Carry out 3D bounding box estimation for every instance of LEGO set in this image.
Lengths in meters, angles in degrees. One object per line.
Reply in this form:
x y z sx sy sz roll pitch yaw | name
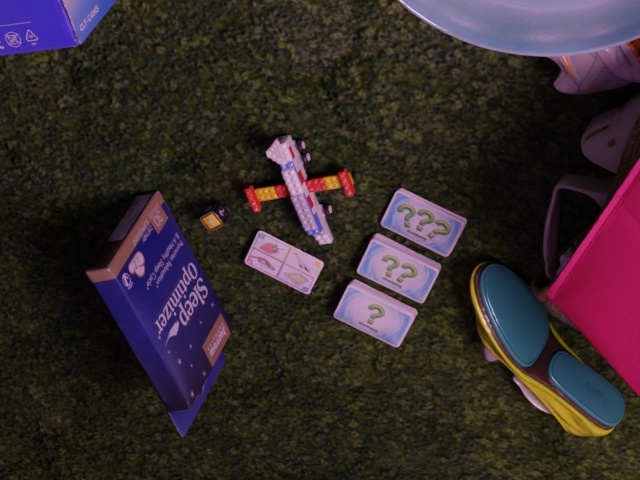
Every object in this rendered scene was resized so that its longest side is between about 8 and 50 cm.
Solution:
0.000 0.000 1.948 0.244 0.060 0.182 27 128 1 | LEGO set

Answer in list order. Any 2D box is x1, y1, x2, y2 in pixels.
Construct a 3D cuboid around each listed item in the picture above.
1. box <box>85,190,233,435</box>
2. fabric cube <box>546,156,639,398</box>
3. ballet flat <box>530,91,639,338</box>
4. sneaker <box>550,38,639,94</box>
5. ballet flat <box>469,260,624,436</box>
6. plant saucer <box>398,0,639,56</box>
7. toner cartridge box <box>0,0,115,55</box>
-0.155 0.077 2.018 0.036 0.136 0.225 -9 123 28 | box
0.396 0.029 1.602 0.258 0.254 0.259 49 133 24 | fabric cube
0.274 -0.049 1.761 0.123 0.123 0.348 22 133 4 | ballet flat
0.186 -0.224 1.668 0.121 0.099 0.262 -20 116 39 | sneaker
0.208 0.116 1.946 0.231 0.077 0.077 46 146 -18 | ballet flat
0.173 -0.284 1.518 0.318 0.043 0.317 6 132 7 | plant saucer
-0.354 -0.236 1.833 0.348 0.165 0.075 -4 125 24 | toner cartridge box
